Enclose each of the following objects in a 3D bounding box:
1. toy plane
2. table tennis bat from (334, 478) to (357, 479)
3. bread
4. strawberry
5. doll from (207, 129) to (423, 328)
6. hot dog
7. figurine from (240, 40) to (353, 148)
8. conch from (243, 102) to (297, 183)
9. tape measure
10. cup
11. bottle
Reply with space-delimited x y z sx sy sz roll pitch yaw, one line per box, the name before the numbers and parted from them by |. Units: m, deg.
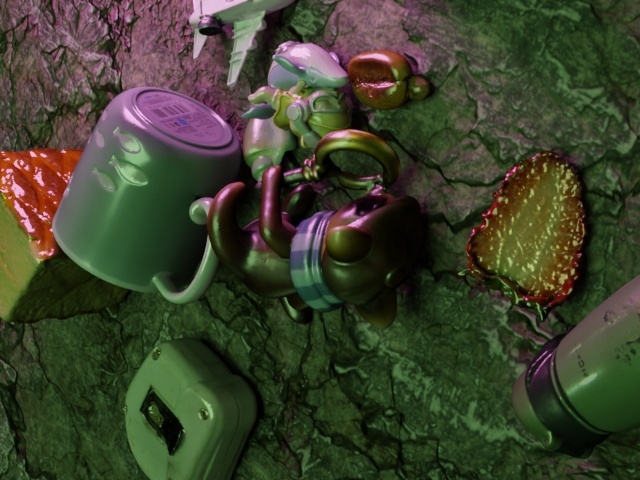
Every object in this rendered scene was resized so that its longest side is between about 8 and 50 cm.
toy plane | -0.131 -0.385 1.981 0.255 0.101 0.251 -15 73 43
table tennis bat | 0.025 0.449 1.990 0.234 0.022 0.131 -2 94 40
bread | -0.491 -0.014 2.236 0.279 0.279 0.207 53 125 28
strawberry | 0.298 -0.005 1.657 0.167 0.087 0.208 34 92 14
doll | 0.002 -0.003 1.861 0.340 0.209 0.318 0 127 44
hot dog | 0.101 -0.239 1.817 0.140 0.060 0.090 6 101 51
figurine | -0.027 -0.220 1.894 0.208 0.128 0.184 -24 81 50
conch | -0.089 -0.151 1.993 0.088 0.065 0.180 -24 68 43
tape measure | -0.237 0.325 2.143 0.265 0.130 0.258 41 122 32
cup | -0.257 -0.066 2.015 0.356 0.259 0.274 49 123 39
bottle | 0.384 0.153 1.531 0.347 0.168 0.168 -42 67 42
